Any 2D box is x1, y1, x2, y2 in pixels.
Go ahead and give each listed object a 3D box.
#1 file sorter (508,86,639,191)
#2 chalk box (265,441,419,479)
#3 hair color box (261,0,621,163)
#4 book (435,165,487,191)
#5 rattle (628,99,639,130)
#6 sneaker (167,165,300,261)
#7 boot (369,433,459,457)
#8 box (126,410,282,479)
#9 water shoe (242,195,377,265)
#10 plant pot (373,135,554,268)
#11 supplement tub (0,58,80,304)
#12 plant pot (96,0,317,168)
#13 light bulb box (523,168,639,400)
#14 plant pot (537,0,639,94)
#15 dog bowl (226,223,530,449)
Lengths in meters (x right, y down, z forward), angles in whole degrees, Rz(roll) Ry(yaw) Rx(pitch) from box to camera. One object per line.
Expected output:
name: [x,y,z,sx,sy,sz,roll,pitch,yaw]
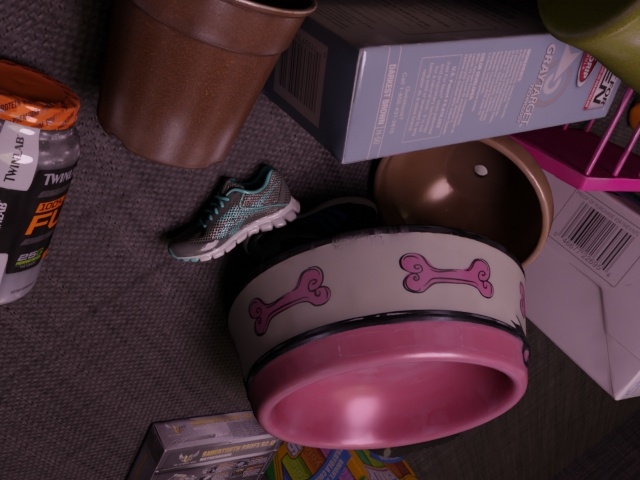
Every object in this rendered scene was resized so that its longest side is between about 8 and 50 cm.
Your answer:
file sorter: [0.409,-0.193,0.852,0.291,0.202,0.182,-3,123,-36]
chalk box: [0.063,0.463,1.084,0.180,0.289,0.179,26,107,-47]
hair color box: [0.139,-0.197,0.648,0.375,0.185,0.113,-14,132,-28]
book: [0.209,-0.077,0.926,0.096,0.035,0.144,27,106,-44]
rattle: [0.615,-0.294,1.024,0.143,0.130,0.199,32,76,-59]
sneaker: [-0.108,-0.035,0.709,0.166,0.065,0.076,-28,121,-19]
boot: [0.219,0.253,1.146,0.348,0.131,0.260,3,109,-56]
box: [-0.190,0.368,0.986,0.231,0.056,0.183,5,120,-41]
water shoe: [0.000,0.000,0.793,0.203,0.080,0.073,-15,134,-27]
plant pot: [0.199,-0.069,0.813,0.109,0.237,0.237,-51,151,-40]
supplement tub: [-0.278,-0.048,0.511,0.117,0.117,0.190,8,120,-41]
plant pot: [-0.112,-0.163,0.519,0.167,0.167,0.165,0,133,-38]
light bulb box: [0.489,0.050,1.001,0.361,0.358,0.225,8,121,-43]
plant pot: [0.395,-0.230,0.496,0.353,0.366,0.366,14,119,-15]
dog bowl: [0.082,0.155,0.793,0.408,0.150,0.408,-5,147,-3]
